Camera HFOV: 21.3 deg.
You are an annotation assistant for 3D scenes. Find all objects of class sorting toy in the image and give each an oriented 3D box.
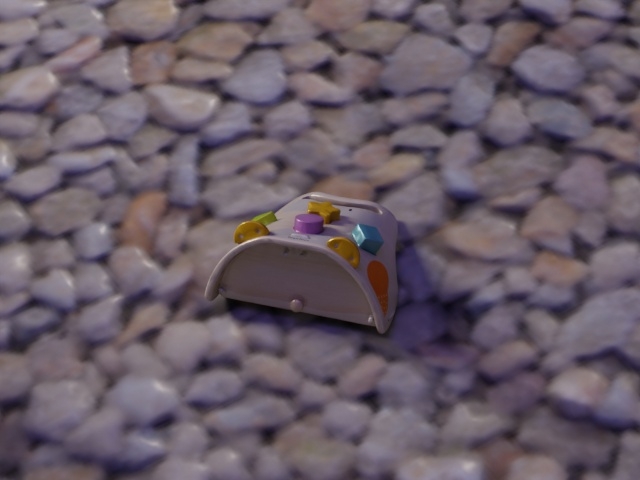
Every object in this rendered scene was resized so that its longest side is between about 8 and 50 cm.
[{"bbox_3d":[0.000,0.000,0.762,0.083,0.045,0.075,10,29,16],"label":"sorting toy"}]
